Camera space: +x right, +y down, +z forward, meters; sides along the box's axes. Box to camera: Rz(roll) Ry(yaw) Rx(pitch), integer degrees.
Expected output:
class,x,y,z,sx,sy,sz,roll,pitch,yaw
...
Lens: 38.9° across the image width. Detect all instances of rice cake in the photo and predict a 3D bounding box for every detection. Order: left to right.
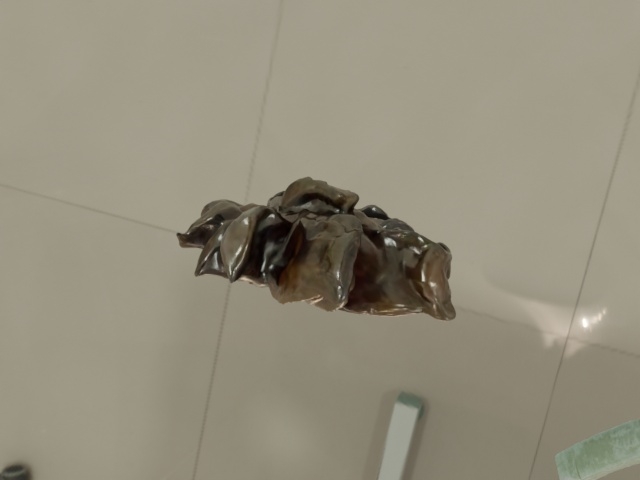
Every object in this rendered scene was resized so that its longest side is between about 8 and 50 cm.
class,x,y,z,sx,sy,sz,roll,pitch,yaw
rice cake,0.248,0.154,0.698,0.171,0.029,0.033,-39,50,45

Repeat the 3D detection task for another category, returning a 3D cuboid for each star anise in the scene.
class,x,y,z,sx,sy,sz,roll,pitch,yaw
star anise,0.005,0.001,0.690,0.220,0.214,0.098,14,101,36
